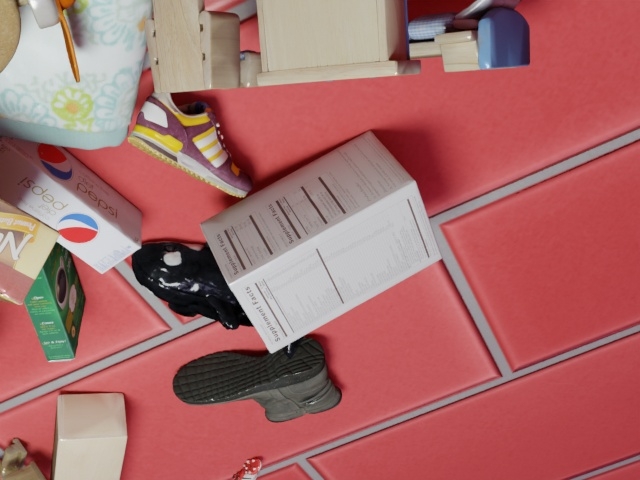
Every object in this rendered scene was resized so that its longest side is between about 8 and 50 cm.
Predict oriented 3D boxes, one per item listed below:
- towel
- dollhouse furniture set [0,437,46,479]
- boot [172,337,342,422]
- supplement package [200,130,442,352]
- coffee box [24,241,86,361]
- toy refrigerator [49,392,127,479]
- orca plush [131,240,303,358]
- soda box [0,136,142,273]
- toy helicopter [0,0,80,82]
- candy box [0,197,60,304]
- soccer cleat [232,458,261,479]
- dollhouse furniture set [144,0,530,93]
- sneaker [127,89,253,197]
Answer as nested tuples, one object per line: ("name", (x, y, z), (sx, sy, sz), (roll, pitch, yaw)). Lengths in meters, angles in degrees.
("towel", (-0.347, -0.245, 0.767), (0.375, 0.090, 0.320), (8, 138, -17))
("dollhouse furniture set", (-0.543, 0.401, 1.295), (0.151, 0.144, 0.123), (-18, 146, -46))
("boot", (-0.093, 0.243, 1.279), (0.247, 0.083, 0.161), (-11, 138, 2))
("supplement package", (0.000, 0.000, 1.003), (0.244, 0.134, 0.139), (-28, 131, -4))
("coffee box", (-0.345, 0.053, 1.044), (0.040, 0.113, 0.184), (-4, 133, -2))
("toy refrigerator", (-0.381, 0.361, 1.324), (0.102, 0.094, 0.269), (1, 132, -20))
("orca plush", (-0.129, 0.100, 1.126), (0.151, 0.102, 0.287), (-34, 128, 19))
("soda box", (-0.313, -0.056, 0.977), (0.069, 0.074, 0.216), (-32, 129, 18))
("toy helicopter", (-0.280, -0.222, 0.634), (0.235, 0.140, 0.355), (-6, 155, -36))
("candy box", (-0.427, -0.016, 0.862), (0.183, 0.087, 0.316), (34, 159, -34))
("soccer cleat", (-0.124, 0.413, 1.456), (0.036, 0.029, 0.083), (18, 130, -34))
("dollhouse furniture set", (0.031, -0.258, 0.808), (0.286, 0.303, 0.198), (2, 102, 31))
("sneaker", (-0.134, -0.114, 0.961), (0.185, 0.070, 0.083), (27, 88, -51))
